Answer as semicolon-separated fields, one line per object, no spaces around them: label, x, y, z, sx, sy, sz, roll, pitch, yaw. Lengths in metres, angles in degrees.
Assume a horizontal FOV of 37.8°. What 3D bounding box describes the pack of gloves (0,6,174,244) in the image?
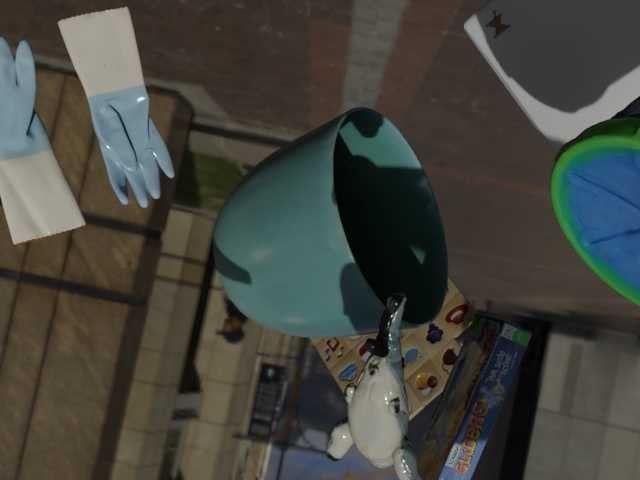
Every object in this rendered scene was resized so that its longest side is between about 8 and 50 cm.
pack of gloves;-0.283;-0.131;1.063;0.195;0.232;0.046;-16;-179;-18

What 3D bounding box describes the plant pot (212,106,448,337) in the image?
plant pot;0.000;0.000;1.254;0.235;0.293;0.293;-18;161;30

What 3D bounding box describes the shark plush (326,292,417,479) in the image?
shark plush;0.043;0.110;0.708;0.073;0.161;0.067;4;-153;28

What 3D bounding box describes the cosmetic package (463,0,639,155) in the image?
cosmetic package;0.507;-0.279;1.534;0.329;0.327;0.393;-38;151;19

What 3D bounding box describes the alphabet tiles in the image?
alphabet tiles;0.116;0.143;1.664;0.011;0.285;0.343;23;-153;-53

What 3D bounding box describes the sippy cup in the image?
sippy cup;0.379;-0.072;0.891;0.305;0.224;0.240;29;153;38

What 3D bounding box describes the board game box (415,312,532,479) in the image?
board game box;0.168;0.184;1.058;0.035;0.201;0.136;24;177;-4
